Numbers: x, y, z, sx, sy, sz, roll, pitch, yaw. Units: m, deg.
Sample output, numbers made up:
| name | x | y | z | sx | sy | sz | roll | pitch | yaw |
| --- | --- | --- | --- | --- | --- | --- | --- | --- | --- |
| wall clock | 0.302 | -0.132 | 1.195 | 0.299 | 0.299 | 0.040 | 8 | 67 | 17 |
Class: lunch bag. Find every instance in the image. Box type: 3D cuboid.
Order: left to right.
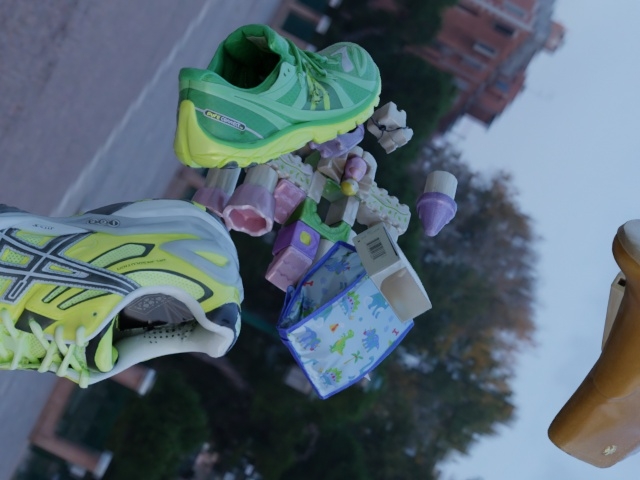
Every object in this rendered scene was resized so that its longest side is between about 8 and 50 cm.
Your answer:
| name | x | y | z | sx | sy | sz | roll | pitch | yaw |
| --- | --- | --- | --- | --- | --- | --- | --- | --- | --- |
| lunch bag | 0.022 | 0.098 | 1.581 | 0.096 | 0.129 | 0.151 | 15 | -126 | 45 |

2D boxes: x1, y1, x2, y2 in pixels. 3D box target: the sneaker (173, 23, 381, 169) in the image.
| name | x | y | z | sx | sy | sz | roll | pitch | yaw |
| --- | --- | --- | --- | --- | --- | --- | --- | --- | --- |
| sneaker | -0.033 | -0.158 | 1.300 | 0.295 | 0.109 | 0.123 | -31 | 123 | -51 |

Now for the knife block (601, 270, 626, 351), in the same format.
| name | x | y | z | sx | sy | sz | roll | pitch | yaw |
| --- | --- | --- | --- | --- | --- | --- | --- | --- | --- |
| knife block | 0.480 | 0.148 | 1.992 | 0.275 | 0.088 | 0.242 | -18 | 131 | -60 |

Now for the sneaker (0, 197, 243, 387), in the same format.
| name | x | y | z | sx | sy | sz | roll | pitch | yaw |
| --- | --- | --- | --- | --- | --- | --- | --- | --- | --- |
| sneaker | -0.251 | 0.054 | 1.150 | 0.147 | 0.384 | 0.145 | -118 | -158 | -49 |

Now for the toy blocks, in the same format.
| name | x | y | z | sx | sy | sz | roll | pitch | yaw |
| --- | --- | --- | --- | --- | --- | --- | --- | --- | --- |
| toy blocks | 0.000 | 0.000 | 1.699 | 0.309 | 0.288 | 0.260 | -26 | -142 | 45 |

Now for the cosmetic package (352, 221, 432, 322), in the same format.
| name | x | y | z | sx | sy | sz | roll | pitch | yaw |
| --- | --- | --- | --- | --- | --- | --- | --- | --- | --- |
| cosmetic package | 0.080 | 0.037 | 1.448 | 0.041 | 0.115 | 0.060 | -28 | -126 | 6 |

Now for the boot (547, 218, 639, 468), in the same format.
| name | x | y | z | sx | sy | sz | roll | pitch | yaw |
| --- | --- | --- | --- | --- | --- | --- | --- | --- | --- |
| boot | 0.268 | 0.104 | 1.110 | 0.211 | 0.295 | 0.104 | -45 | -129 | 19 |
